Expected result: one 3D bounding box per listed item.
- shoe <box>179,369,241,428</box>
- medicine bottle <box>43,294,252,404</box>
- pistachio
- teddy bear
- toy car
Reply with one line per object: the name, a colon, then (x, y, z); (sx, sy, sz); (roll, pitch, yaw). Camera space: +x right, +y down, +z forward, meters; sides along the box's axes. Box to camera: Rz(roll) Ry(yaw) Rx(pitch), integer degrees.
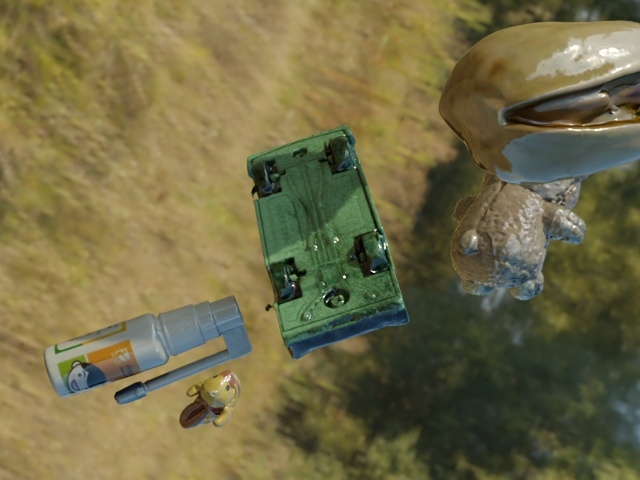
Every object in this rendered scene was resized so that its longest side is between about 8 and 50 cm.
shoe: (-0.157, 0.235, 2.213); (0.109, 0.072, 0.069); (-28, 180, 41)
medicine bottle: (-0.189, 0.126, 1.706); (0.061, 0.220, 0.092); (-111, -178, -65)
pistachio: (0.199, -0.116, 1.248); (0.131, 0.206, 0.130); (-145, -132, -63)
teddy bear: (0.301, -0.040, 2.360); (0.267, 0.236, 0.151); (-58, 135, -30)
toy car: (0.000, 0.000, 1.682); (0.321, 0.141, 0.097); (-104, 174, -50)
